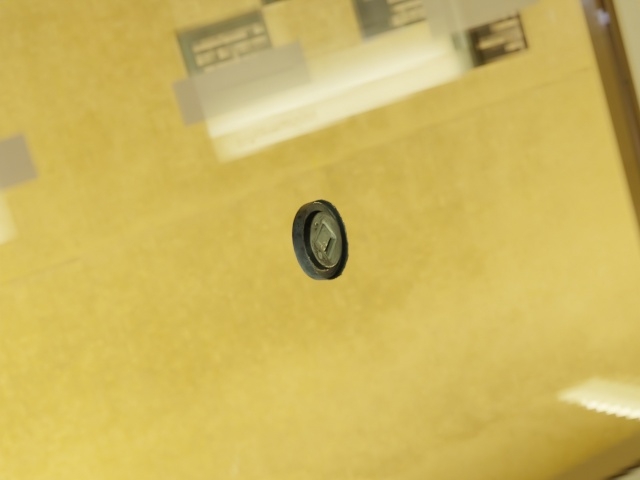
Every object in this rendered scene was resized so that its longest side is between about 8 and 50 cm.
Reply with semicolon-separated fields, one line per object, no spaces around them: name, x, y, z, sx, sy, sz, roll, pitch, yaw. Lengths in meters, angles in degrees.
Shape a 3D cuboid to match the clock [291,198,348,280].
clock;0.000;0.000;1.499;0.017;0.085;0.085;-9;-167;33
